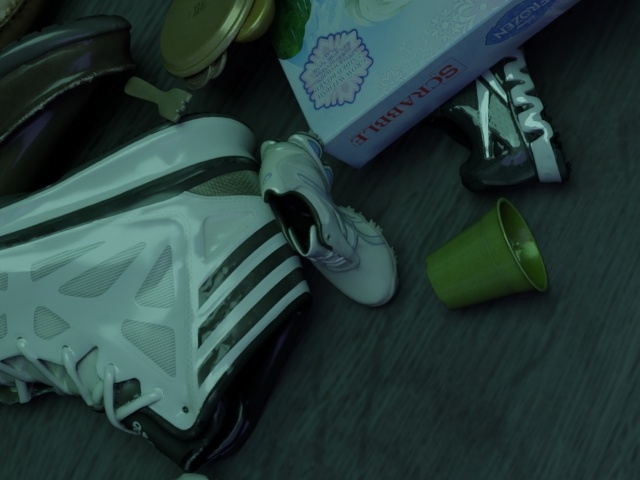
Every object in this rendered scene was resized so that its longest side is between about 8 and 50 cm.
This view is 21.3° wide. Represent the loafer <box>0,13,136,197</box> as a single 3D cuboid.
[{"bbox_3d":[-0.297,-0.066,1.512,0.366,0.134,0.130,-36,91,14],"label":"loafer"}]

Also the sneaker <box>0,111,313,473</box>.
[{"bbox_3d":[-0.215,0.097,1.402,0.448,0.169,0.257,-27,67,4],"label":"sneaker"}]

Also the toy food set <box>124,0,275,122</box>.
[{"bbox_3d":[-0.085,-0.186,1.434,0.192,0.038,0.132,-60,33,-1],"label":"toy food set"}]

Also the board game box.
[{"bbox_3d":[0.077,-0.277,1.416,0.319,0.066,0.318,-37,58,21],"label":"board game box"}]

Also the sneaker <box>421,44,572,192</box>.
[{"bbox_3d":[0.125,-0.142,1.427,0.106,0.078,0.234,-19,72,7],"label":"sneaker"}]

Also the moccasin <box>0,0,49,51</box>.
[{"bbox_3d":[-0.415,-0.183,1.552,0.380,0.147,0.139,-23,67,7],"label":"moccasin"}]

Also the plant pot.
[{"bbox_3d":[0.130,0.019,1.384,0.079,0.083,0.083,-26,69,19],"label":"plant pot"}]

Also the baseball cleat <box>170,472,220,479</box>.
[{"bbox_3d":[-0.105,0.293,1.367,0.109,0.072,0.205,18,98,-9],"label":"baseball cleat"}]

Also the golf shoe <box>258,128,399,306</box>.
[{"bbox_3d":[0.000,0.000,1.375,0.069,0.176,0.086,-23,28,28],"label":"golf shoe"}]
